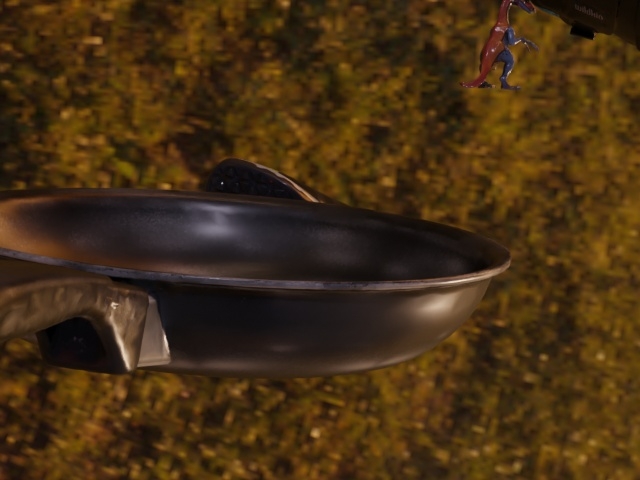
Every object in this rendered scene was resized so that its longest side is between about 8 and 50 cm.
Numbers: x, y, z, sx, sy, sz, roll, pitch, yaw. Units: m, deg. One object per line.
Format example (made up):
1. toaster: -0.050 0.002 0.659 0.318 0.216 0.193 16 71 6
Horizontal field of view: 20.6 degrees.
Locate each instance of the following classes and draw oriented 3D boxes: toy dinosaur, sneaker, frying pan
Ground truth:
1. toy dinosaur: 0.157 -0.169 1.492 0.090 0.047 0.082 -9 103 -63
2. sneaker: 0.000 0.000 1.626 0.234 0.097 0.084 30 102 1
3. frying pan: -0.027 0.018 0.530 0.197 0.326 0.053 3 99 -8

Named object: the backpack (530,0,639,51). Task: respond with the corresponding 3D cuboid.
1. backpack: 0.226 -0.211 1.147 0.144 0.166 0.188 -56 163 -11
